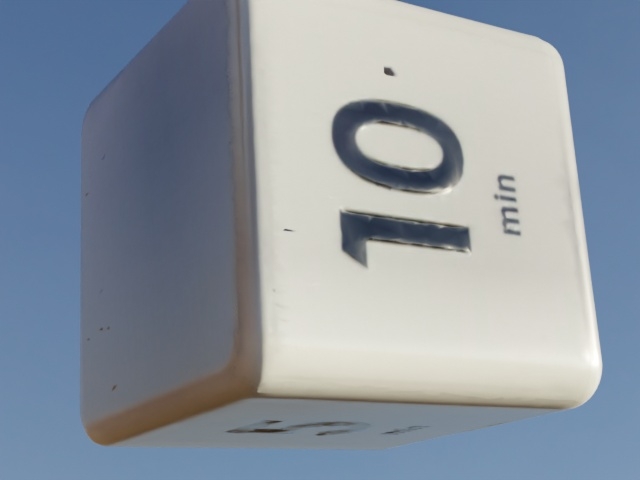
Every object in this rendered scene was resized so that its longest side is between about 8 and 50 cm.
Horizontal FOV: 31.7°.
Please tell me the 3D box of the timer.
[{"bbox_3d":[0.000,0.000,0.574,0.194,0.193,0.194,8,-20,-32],"label":"timer"}]
